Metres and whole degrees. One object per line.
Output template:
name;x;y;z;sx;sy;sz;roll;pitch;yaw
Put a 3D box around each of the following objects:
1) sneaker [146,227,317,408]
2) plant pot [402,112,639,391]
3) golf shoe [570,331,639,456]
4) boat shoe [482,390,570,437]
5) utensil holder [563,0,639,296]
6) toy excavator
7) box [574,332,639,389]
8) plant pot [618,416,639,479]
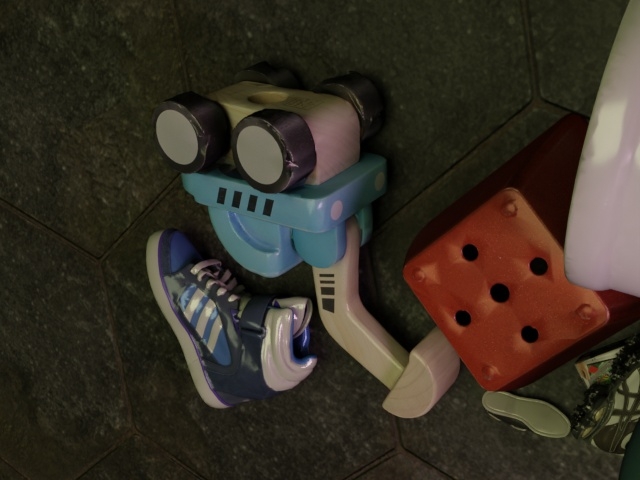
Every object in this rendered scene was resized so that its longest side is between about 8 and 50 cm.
sneaker;-0.124;0.096;1.356;0.236;0.130;0.323;-24;84;23
plant pot;0.258;0.035;1.032;0.267;0.235;0.267;-40;80;31
golf shoe;0.396;0.187;1.045;0.094;0.077;0.198;32;124;9
boat shoe;0.288;0.246;1.182;0.125;0.038;0.046;14;67;22
utensil holder;0.451;-0.066;0.732;0.385;0.327;0.328;16;110;24
toy excavator;0.000;0.000;1.218;0.432;0.222;0.445;16;124;32
box;0.443;0.167;1.070;0.207;0.036;0.114;-29;86;33
plant pot;0.436;0.266;0.846;0.293;0.293;0.235;35;145;20
